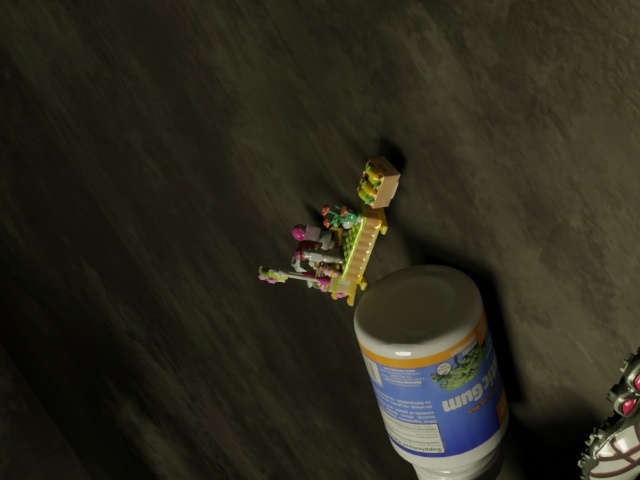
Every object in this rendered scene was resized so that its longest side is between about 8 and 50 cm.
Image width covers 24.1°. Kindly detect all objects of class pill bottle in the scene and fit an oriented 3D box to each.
[{"bbox_3d":[0.141,0.175,1.784,0.152,0.152,0.272,24,144,43],"label":"pill bottle"}]

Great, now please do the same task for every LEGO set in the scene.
[{"bbox_3d":[0.000,0.000,1.777,0.107,0.132,0.287,10,158,-13],"label":"LEGO set"}]

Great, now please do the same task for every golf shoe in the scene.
[{"bbox_3d":[0.348,0.204,1.556,0.120,0.105,0.273,34,150,18],"label":"golf shoe"}]
